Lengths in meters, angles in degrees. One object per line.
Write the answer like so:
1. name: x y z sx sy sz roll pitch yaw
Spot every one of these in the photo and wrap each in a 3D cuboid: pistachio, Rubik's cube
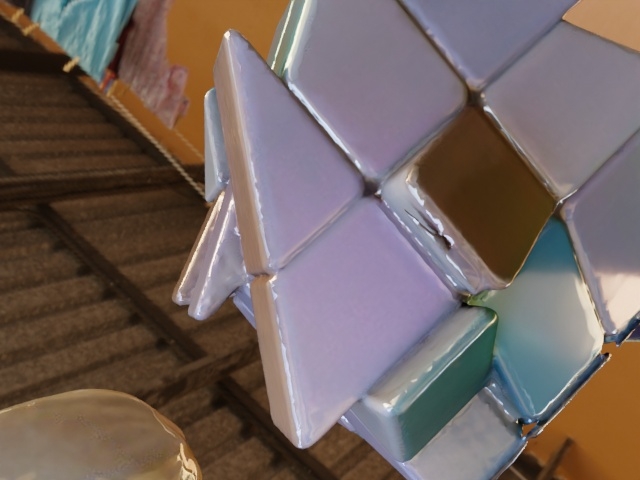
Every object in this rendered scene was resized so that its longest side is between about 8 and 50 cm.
1. pistachio: -0.221 0.198 0.651 0.238 0.138 0.153 15 -113 -9
2. Rubik's cube: 0.072 -0.024 0.601 0.368 0.387 0.358 49 166 -7

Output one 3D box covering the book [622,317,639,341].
1. book: 0.340 -0.021 0.712 0.157 0.231 0.026 -1 169 9
